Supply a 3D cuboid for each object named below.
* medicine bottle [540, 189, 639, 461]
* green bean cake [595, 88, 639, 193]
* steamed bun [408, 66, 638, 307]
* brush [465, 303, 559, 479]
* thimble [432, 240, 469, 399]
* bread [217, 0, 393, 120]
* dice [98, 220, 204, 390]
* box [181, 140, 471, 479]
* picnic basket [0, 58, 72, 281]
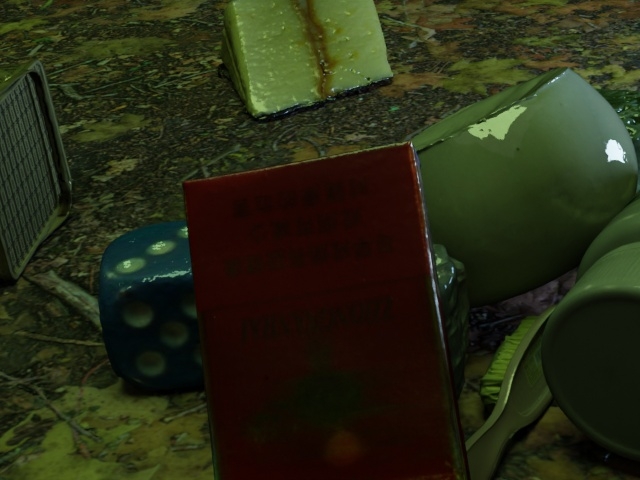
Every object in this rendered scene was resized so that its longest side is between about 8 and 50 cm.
[{"bbox_3d":[0.356,0.047,1.031,0.208,0.208,0.340,12,31,33],"label":"medicine bottle"},{"bbox_3d":[0.385,-0.134,1.515,0.227,0.125,0.222,13,30,44],"label":"green bean cake"},{"bbox_3d":[0.193,-0.043,1.215,0.324,0.206,0.324,-28,7,4],"label":"steamed bun"},{"bbox_3d":[0.164,0.160,1.022,0.067,0.072,0.313,-16,19,38],"label":"brush"},{"bbox_3d":[0.028,0.088,1.066,0.236,0.172,0.205,-3,28,11],"label":"thimble"},{"bbox_3d":[-0.024,-0.335,2.131,0.346,0.242,0.405,-9,59,-16],"label":"bread"},{"bbox_3d":[-0.156,0.068,1.175,0.146,0.143,0.146,-10,26,0],"label":"dice"},{"bbox_3d":[0.006,0.092,0.892,0.197,0.313,0.089,-9,-14,8],"label":"box"},{"bbox_3d":[-0.464,-0.103,1.497,0.175,0.228,0.313,-4,26,7],"label":"picnic basket"}]
